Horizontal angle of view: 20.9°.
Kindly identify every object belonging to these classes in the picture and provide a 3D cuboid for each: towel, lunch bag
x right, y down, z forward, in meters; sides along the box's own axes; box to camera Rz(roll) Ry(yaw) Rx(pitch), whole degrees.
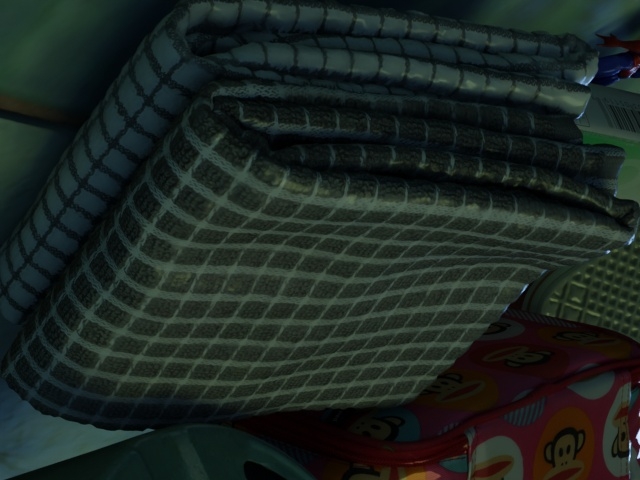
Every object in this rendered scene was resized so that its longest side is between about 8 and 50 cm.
[{"bbox_3d":[0.000,0.000,0.901,0.283,0.121,0.235,3,142,-34],"label":"towel"},{"bbox_3d":[0.052,0.119,1.166,0.293,0.258,0.120,-12,108,-44],"label":"lunch bag"}]

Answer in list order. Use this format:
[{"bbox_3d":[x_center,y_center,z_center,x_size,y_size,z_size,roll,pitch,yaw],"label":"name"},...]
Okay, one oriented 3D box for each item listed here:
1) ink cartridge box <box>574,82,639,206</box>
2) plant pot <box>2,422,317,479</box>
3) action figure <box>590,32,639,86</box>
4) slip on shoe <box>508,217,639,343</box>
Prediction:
[{"bbox_3d":[0.096,-0.015,1.093,0.181,0.056,0.225,7,137,-35],"label":"ink cartridge box"},{"bbox_3d":[-0.150,0.267,0.938,0.334,0.341,0.341,-28,162,33],"label":"plant pot"},{"bbox_3d":[0.183,-0.109,1.078,0.115,0.030,0.038,-17,151,-3],"label":"action figure"},{"bbox_3d":[0.278,0.007,1.366,0.331,0.123,0.101,-28,-170,-22],"label":"slip on shoe"}]
